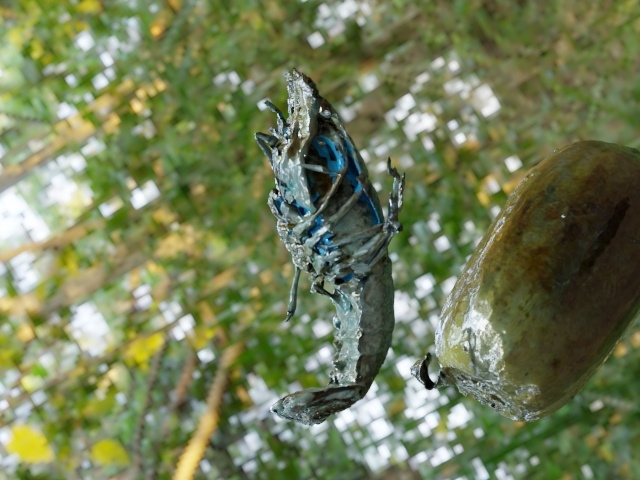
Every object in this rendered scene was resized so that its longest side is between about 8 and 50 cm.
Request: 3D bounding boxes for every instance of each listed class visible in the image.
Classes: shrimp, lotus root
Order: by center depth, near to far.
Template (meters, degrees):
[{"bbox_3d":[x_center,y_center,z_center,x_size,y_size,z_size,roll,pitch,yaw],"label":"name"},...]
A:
[{"bbox_3d":[0.004,0.001,0.802,0.082,0.076,0.174,172,96,-66],"label":"shrimp"},{"bbox_3d":[0.172,0.024,1.185,0.124,0.241,0.123,36,157,0],"label":"lotus root"}]
